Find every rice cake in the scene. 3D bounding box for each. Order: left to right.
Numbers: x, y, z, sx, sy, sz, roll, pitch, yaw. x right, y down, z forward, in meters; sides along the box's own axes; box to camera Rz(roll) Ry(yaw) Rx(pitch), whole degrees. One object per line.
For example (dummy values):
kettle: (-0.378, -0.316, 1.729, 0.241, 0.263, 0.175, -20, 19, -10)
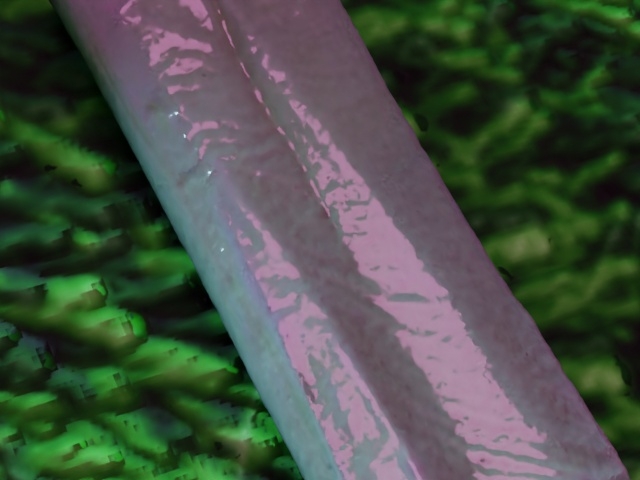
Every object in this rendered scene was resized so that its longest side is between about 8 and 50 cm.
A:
rice cake: (0.000, -0.001, 0.554, 0.080, 0.042, 0.221, -24, 75, -20)
